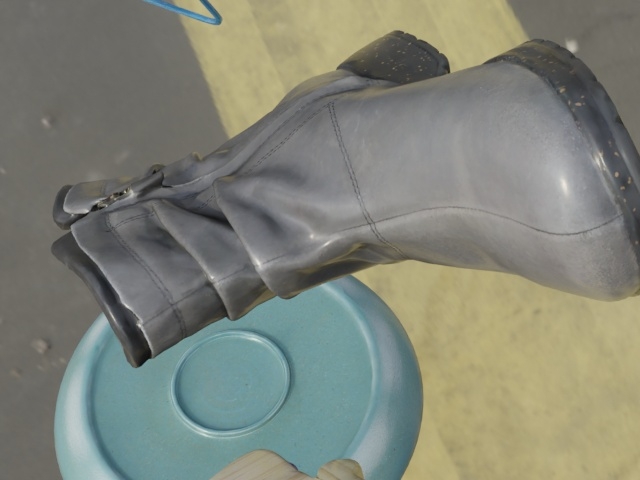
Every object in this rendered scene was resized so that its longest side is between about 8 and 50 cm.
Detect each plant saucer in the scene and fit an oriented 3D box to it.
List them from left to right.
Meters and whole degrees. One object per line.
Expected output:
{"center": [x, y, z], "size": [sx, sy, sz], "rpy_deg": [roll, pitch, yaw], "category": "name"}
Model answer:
{"center": [-0.073, 0.127, 1.241], "size": [0.318, 0.043, 0.317], "rpy_deg": [-4, 54, 5], "category": "plant saucer"}

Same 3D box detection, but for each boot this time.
{"center": [0.000, 0.000, 0.684], "size": [0.223, 0.118, 0.338], "rpy_deg": [-26, 14, -12], "category": "boot"}

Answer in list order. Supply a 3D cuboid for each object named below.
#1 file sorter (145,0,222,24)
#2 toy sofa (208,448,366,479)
{"center": [-0.087, -0.240, 0.950], "size": [0.118, 0.104, 0.170], "rpy_deg": [22, 82, 23], "category": "file sorter"}
{"center": [-0.097, 0.267, 0.810], "size": [0.362, 0.150, 0.177], "rpy_deg": [-25, 20, -29], "category": "toy sofa"}
